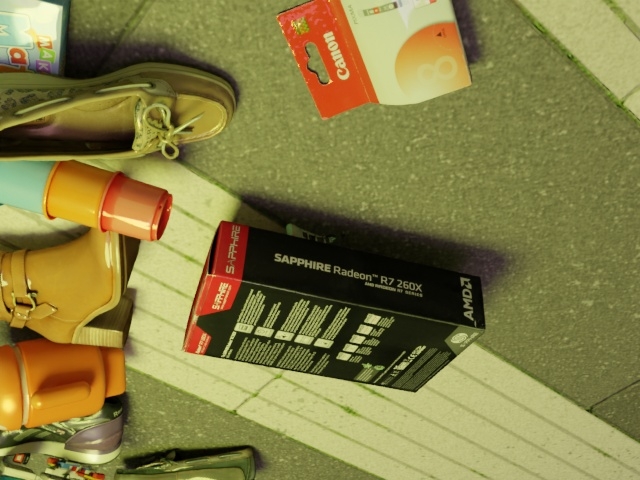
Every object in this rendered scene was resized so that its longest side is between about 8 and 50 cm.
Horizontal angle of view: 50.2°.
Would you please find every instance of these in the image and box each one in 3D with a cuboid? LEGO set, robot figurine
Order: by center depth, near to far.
[{"bbox_3d":[-0.404,0.207,1.006,0.220,0.158,0.128,-6,135,-34],"label":"robot figurine"},{"bbox_3d":[-0.457,0.386,1.174,0.183,0.060,0.244,25,159,-23],"label":"LEGO set"}]

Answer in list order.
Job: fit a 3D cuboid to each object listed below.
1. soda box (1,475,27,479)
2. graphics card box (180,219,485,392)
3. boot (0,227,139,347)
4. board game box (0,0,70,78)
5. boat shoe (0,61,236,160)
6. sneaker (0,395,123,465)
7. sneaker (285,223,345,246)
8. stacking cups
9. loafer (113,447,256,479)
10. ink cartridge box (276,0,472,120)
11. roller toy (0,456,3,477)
[{"bbox_3d":[-0.578,0.516,1.333,0.210,0.071,0.067,17,129,-16],"label":"soda box"},{"bbox_3d":[0.011,0.105,0.952,0.371,0.094,0.232,13,143,-11],"label":"graphics card box"},{"bbox_3d":[-0.362,0.032,0.913,0.220,0.109,0.283,12,137,-7],"label":"boot"},{"bbox_3d":[-0.384,-0.212,0.728,0.212,0.039,0.160,11,130,-13],"label":"board game box"},{"bbox_3d":[-0.229,-0.127,0.745,0.286,0.089,0.104,-8,136,-16],"label":"boat shoe"},{"bbox_3d":[-0.470,0.284,1.136,0.284,0.107,0.124,7,111,-9],"label":"sneaker"},{"bbox_3d":[0.000,0.000,0.930,0.069,0.038,0.098,-23,137,15],"label":"sneaker"},{"bbox_3d":[-0.329,-0.076,0.785,0.317,0.096,0.096,15,129,-5],"label":"stacking cups"},{"bbox_3d":[-0.252,0.430,1.280,0.268,0.084,0.096,1,162,2],"label":"loafer"},{"bbox_3d":[0.061,-0.209,0.744,0.179,0.045,0.145,-19,128,11],"label":"ink cartridge box"},{"bbox_3d":[-0.663,0.417,1.195,0.191,0.146,0.209,-5,139,-7],"label":"roller toy"}]
